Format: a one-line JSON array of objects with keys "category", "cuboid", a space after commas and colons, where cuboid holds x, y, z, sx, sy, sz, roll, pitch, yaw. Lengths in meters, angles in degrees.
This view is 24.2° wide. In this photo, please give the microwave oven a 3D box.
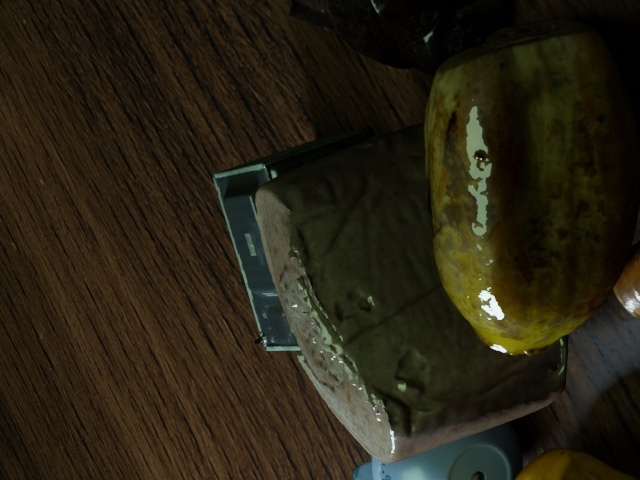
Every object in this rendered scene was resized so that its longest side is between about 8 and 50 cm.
[{"category": "microwave oven", "cuboid": [0.000, 0.000, 1.592, 0.129, 0.163, 0.205, -8, 102, 55]}]

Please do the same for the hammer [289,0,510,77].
[{"category": "hammer", "cuboid": [0.032, -0.329, 1.293, 0.242, 0.095, 0.408, 35, 152, 40]}]

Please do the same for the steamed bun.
[{"category": "steamed bun", "cuboid": [0.078, 0.056, 1.437, 0.301, 0.252, 0.199, 65, 158, 8]}]

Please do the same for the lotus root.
[{"category": "lotus root", "cuboid": [0.176, -0.047, 1.273, 0.193, 0.193, 0.290, 22, 124, 48]}]

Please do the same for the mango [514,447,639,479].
[{"category": "mango", "cuboid": [0.250, 0.314, 1.469, 0.187, 0.138, 0.257, 41, 152, 17]}]

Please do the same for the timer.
[{"category": "timer", "cuboid": [0.130, 0.237, 1.613, 0.175, 0.175, 0.255, 62, 176, 3]}]

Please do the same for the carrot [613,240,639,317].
[{"category": "carrot", "cuboid": [0.312, 0.014, 1.216, 0.193, 0.087, 0.087, -16, 99, 61]}]
